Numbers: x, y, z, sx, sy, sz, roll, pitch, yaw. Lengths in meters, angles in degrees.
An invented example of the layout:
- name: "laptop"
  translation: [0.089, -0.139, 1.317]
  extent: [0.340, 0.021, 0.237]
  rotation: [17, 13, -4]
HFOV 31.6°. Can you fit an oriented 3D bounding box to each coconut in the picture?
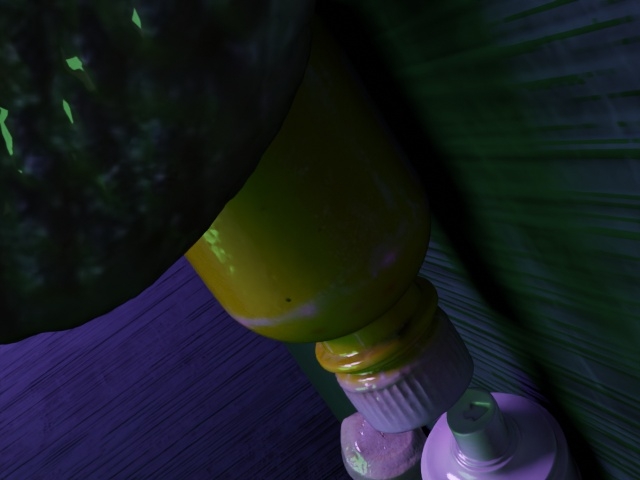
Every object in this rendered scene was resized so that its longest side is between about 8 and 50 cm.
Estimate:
- name: "coconut"
  translation: [0.079, 0.242, 1.329]
  extent: [0.110, 0.110, 0.124]
  rotation: [51, 170, 24]

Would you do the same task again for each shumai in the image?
- name: "shumai"
  translation: [-0.207, -0.151, 0.459]
  extent: [0.323, 0.397, 0.324]
  rotation: [-104, 23, -62]

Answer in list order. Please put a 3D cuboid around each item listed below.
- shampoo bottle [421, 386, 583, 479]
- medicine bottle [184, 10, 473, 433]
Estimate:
- name: "shampoo bottle"
  translation: [0.130, 0.182, 0.720]
  extent: [0.092, 0.092, 0.303]
  rotation: [47, 170, 43]
- name: "medicine bottle"
  translation: [0.000, 0.000, 0.575]
  extent: [0.212, 0.122, 0.122]
  rotation: [57, 172, -22]
